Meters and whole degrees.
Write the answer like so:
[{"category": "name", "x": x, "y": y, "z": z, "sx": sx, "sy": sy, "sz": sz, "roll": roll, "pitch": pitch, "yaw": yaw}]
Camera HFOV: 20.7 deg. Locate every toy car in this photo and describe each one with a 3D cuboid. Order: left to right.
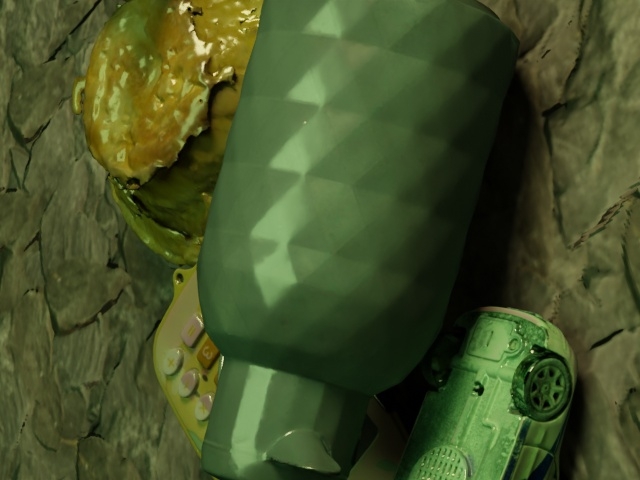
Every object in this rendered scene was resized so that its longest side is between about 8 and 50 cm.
[{"category": "toy car", "x": 0.082, "y": 0.147, "z": 0.958, "sx": 0.090, "sy": 0.076, "sz": 0.224, "roll": 10, "pitch": 76, "yaw": 57}]

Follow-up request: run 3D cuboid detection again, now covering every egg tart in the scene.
[{"category": "egg tart", "x": -0.083, "y": -0.098, "z": 1.157, "sx": 0.241, "sy": 0.106, "sz": 0.241, "roll": -7, "pitch": 81, "yaw": 47}]

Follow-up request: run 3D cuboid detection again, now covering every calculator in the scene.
[{"category": "calculator", "x": -0.021, "y": 0.102, "z": 1.091, "sx": 0.236, "sy": 0.033, "sz": 0.157, "roll": 51, "pitch": 126, "yaw": 23}]

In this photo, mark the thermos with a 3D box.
[{"category": "thermos", "x": 0.000, "y": 0.000, "z": 0.977, "sx": 0.182, "sy": 0.145, "sz": 0.286, "roll": 4, "pitch": 77, "yaw": 69}]
